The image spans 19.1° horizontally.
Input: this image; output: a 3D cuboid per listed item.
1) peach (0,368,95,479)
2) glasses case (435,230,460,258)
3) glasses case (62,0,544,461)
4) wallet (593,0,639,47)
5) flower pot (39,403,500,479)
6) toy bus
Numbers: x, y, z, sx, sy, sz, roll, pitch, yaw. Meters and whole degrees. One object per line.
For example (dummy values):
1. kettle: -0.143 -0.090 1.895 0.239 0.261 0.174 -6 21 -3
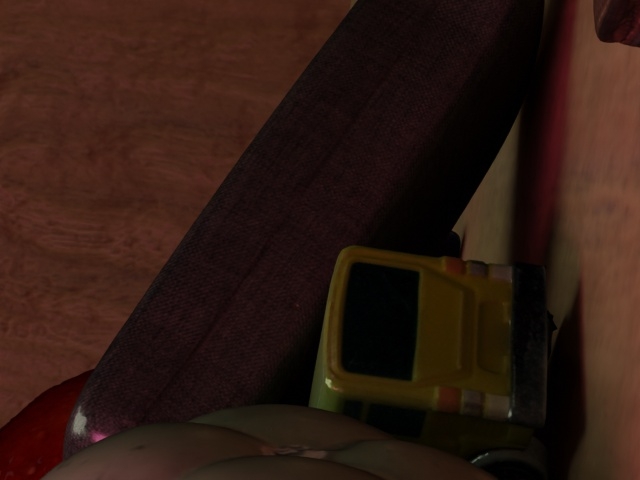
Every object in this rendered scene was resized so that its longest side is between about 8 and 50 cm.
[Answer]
1. peach: -0.098 0.260 1.255 0.416 0.353 0.339 -39 16 3
2. glasses case: 0.058 0.030 1.087 0.023 0.034 0.083 -85 6 -64
3. glasses case: 0.000 0.000 0.837 0.323 0.074 0.131 -55 -17 -26
4. wallet: 0.112 -0.129 0.588 0.152 0.039 0.118 99 -178 -78
5. flower pot: -0.020 0.173 0.620 0.246 0.195 0.246 -171 90 -86
6. toy bus: 0.034 0.090 0.756 0.088 0.101 0.175 -84 3 -46
